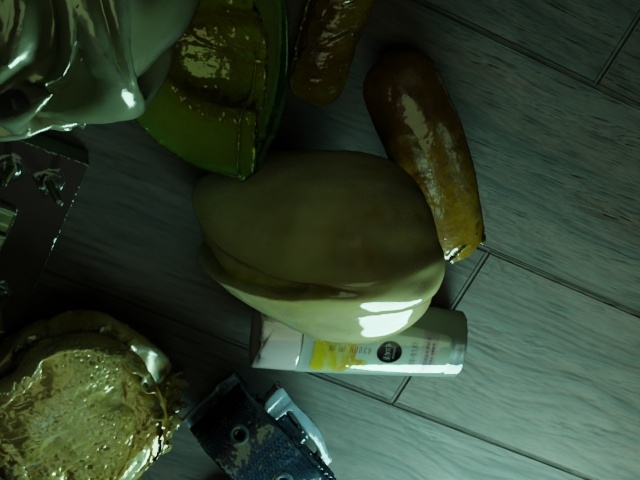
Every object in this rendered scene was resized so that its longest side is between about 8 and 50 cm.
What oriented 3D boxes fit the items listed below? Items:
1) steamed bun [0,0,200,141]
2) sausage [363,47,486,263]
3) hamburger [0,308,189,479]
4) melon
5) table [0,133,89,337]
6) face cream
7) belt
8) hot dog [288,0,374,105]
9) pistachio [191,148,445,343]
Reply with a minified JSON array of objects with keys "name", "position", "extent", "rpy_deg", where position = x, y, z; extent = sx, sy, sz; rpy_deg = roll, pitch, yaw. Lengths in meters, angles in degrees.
[{"name":"steamed bun","position":[-0.307,-0.251,1.735],"extent":[0.368,0.255,0.342],"rpy_deg":[-2,114,11]},{"name":"sausage","position":[0.124,-0.099,2.011],"extent":[0.109,0.109,0.270],"rpy_deg":[-19,117,1]},{"name":"hamburger","position":[-0.295,0.197,2.072],"extent":[0.286,0.146,0.243],"rpy_deg":[-4,125,-14]},{"name":"melon","position":[-0.131,-0.216,1.903],"extent":[0.169,0.129,0.265],"rpy_deg":[7,113,17]},{"name":"table","position":[-0.369,-0.002,1.979],"extent":[0.122,0.111,0.240],"rpy_deg":[19,114,-18]},{"name":"face cream","position":[0.046,0.121,2.137],"extent":[0.269,0.073,0.107],"rpy_deg":[6,109,-11]},{"name":"belt","position":[-0.058,0.272,2.172],"extent":[0.128,0.122,0.218],"rpy_deg":[-41,120,-5]},{"name":"hot dog","position":[0.030,-0.282,1.922],"extent":[0.088,0.061,0.285],"rpy_deg":[1,120,-23]},{"name":"pistachio","position":[0.000,0.000,1.948],"extent":[0.238,0.321,0.229],"rpy_deg":[-26,126,-46]}]
